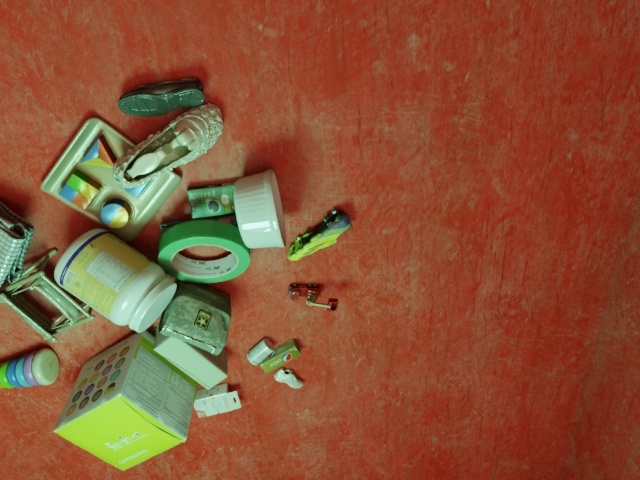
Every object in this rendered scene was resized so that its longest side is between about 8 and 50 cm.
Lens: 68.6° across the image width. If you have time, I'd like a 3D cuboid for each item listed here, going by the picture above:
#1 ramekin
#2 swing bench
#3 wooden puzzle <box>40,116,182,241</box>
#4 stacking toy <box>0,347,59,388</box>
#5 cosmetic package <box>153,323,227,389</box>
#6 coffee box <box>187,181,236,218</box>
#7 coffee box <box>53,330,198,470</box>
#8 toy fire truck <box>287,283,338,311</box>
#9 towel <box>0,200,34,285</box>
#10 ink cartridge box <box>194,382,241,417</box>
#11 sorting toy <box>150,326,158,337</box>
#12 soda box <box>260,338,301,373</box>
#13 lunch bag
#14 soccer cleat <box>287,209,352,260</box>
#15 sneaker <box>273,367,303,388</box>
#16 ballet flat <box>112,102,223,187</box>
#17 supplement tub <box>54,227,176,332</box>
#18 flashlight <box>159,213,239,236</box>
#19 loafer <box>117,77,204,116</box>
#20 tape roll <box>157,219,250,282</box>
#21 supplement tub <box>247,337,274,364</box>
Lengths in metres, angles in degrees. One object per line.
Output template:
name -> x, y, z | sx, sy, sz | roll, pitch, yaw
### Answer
ramekin -> -0.208, -0.102, 1.632 | 0.135, 0.277, 0.277 | -9, 119, 1
swing bench -> -0.984, 0.216, 1.683 | 0.255, 0.165, 0.253 | -31, 120, 5
wooden puzzle -> -0.701, -0.186, 1.579 | 0.348, 0.080, 0.322 | 36, 105, -27
stacking toy -> -1.212, 0.519, 1.828 | 0.330, 0.141, 0.141 | -11, 120, 2
cosmetic package -> -0.521, 0.451, 1.917 | 0.113, 0.160, 0.309 | -37, 118, 9
coffee box -> -0.381, -0.147, 1.695 | 0.184, 0.040, 0.113 | -9, 119, -8
coffee box -> -0.733, 0.624, 1.834 | 0.338, 0.334, 0.338 | -30, 120, 15
toy fire truck -> -0.032, 0.234, 1.923 | 0.192, 0.135, 0.047 | 3, 117, -14
towel -> -1.079, -0.009, 1.523 | 0.284, 0.121, 0.235 | 33, 107, 4
ink cartridge box -> -0.468, 0.721, 2.126 | 0.198, 0.067, 0.115 | -11, 120, -5
sorting toy -> -0.691, 0.401, 1.918 | 0.102, 0.042, 0.061 | -24, 120, 1
soda box -> -0.180, 0.514, 2.084 | 0.181, 0.058, 0.061 | -29, 120, 4
lunch bag -> -0.467, 0.286, 1.767 | 0.235, 0.287, 0.169 | 29, 108, -24
soccer cleat -> 0.001, 0.000, 1.832 | 0.289, 0.093, 0.121 | -38, 126, 9
sneaker -> -0.137, 0.635, 2.163 | 0.152, 0.053, 0.061 | 29, 105, -24
ballet flat -> -0.473, -0.291, 1.492 | 0.409, 0.147, 0.147 | -38, 120, -8
supplement tub -> -0.691, 0.138, 1.603 | 0.331, 0.241, 0.241 | 34, 108, 1
flashlight -> -0.421, -0.031, 1.720 | 0.304, 0.103, 0.103 | -11, 158, -4
loafer -> -0.503, -0.460, 1.491 | 0.268, 0.084, 0.096 | -9, 150, -4
tape roll -> -0.415, 0.047, 1.689 | 0.321, 0.077, 0.321 | -5, 148, -3
supplement tub -> -0.261, 0.486, 2.044 | 0.107, 0.071, 0.071 | -41, 118, 11
